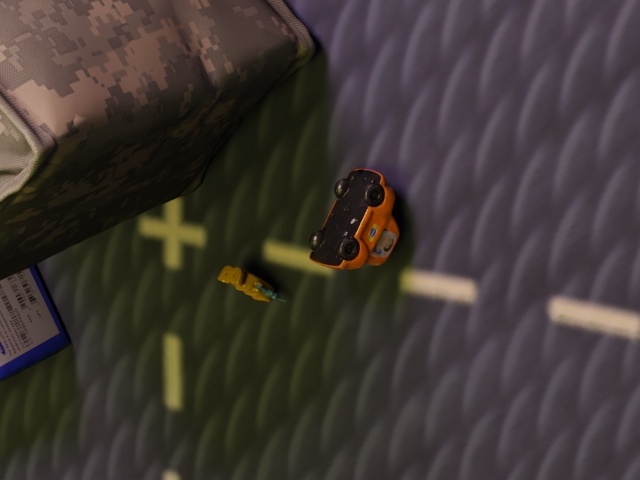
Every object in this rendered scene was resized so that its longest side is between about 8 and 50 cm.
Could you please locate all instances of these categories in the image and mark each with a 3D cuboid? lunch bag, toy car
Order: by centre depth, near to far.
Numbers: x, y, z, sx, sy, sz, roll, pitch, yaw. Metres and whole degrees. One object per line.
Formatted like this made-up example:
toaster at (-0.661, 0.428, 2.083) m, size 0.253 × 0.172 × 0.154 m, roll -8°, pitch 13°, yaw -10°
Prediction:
lunch bag at (-0.189, -0.135, 0.867) m, size 0.287 × 0.235 × 0.169 m, roll 51°, pitch 127°, yaw 7°
toy car at (0.000, 0.000, 0.932) m, size 0.040 × 0.060 × 0.122 m, roll 30°, pitch 154°, yaw -31°

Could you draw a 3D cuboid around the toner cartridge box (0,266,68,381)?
toner cartridge box at (-0.337, 0.055, 1.119) m, size 0.348 × 0.075 × 0.165 m, roll -23°, pitch 93°, yaw 35°
